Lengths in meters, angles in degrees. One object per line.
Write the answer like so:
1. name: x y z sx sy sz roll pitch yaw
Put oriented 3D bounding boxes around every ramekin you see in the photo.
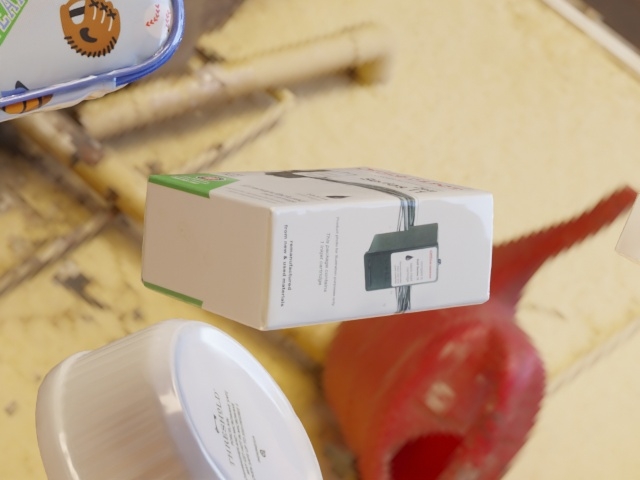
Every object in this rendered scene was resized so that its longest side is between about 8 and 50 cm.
1. ramekin: -0.108 0.191 1.496 0.127 0.273 0.273 -33 164 18

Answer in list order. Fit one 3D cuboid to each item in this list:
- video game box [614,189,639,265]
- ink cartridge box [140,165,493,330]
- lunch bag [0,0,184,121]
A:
1. video game box: 0.227 -0.050 0.790 0.205 0.048 0.187 23 88 -54
2. ink cartridge box: 0.000 0.000 1.245 0.208 0.153 0.087 -4 102 -39
3. lunch bag: -0.248 -0.185 1.058 0.303 0.243 0.115 -14 -174 -19
